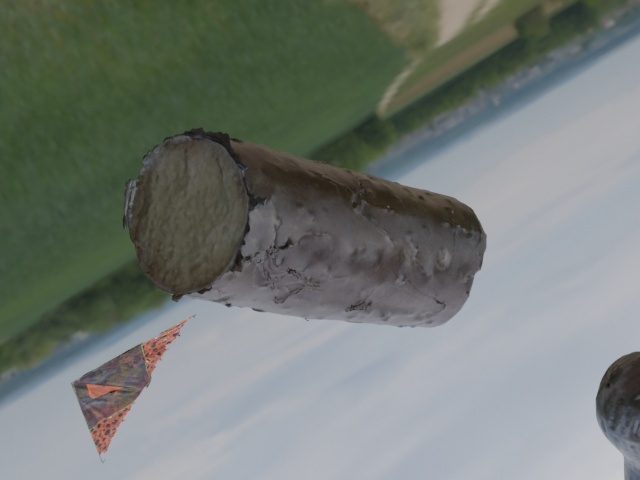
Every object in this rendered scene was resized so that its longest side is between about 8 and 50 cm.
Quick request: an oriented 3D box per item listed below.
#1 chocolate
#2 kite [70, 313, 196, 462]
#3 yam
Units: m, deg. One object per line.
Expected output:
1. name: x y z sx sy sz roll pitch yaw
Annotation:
1. chocolate: 0.243 0.143 0.978 0.072 0.167 0.072 -16 -140 13
2. kite: -0.238 0.165 1.544 0.125 0.008 0.222 13 114 -54
3. yam: -0.001 0.001 1.014 0.279 0.131 0.131 12 149 -43
